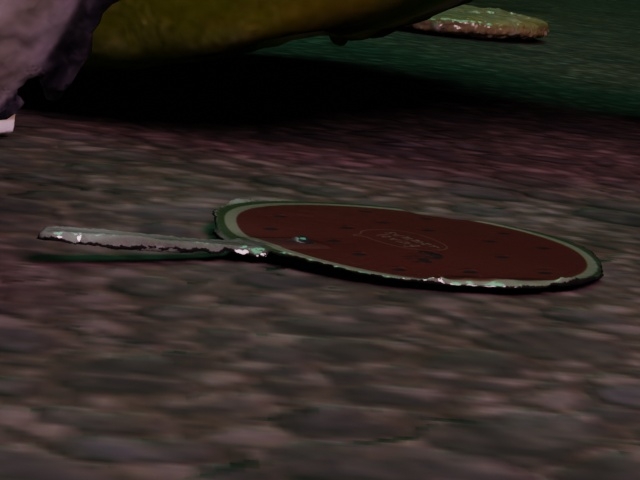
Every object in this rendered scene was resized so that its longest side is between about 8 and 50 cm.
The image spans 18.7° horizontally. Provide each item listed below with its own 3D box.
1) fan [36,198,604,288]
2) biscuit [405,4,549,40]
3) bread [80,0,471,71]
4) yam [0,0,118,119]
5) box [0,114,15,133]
[{"bbox_3d":[0.000,0.000,0.404,0.133,0.005,0.085,-1,13,-38],"label":"fan"},{"bbox_3d":[0.081,-0.134,1.177,0.120,0.015,0.120,6,11,-1],"label":"biscuit"},{"bbox_3d":[0.011,-0.153,0.696,0.366,0.129,0.382,-10,15,15],"label":"bread"},{"bbox_3d":[-0.116,-0.118,0.423,0.131,0.131,0.280,3,31,-16],"label":"yam"},{"bbox_3d":[-0.171,-0.040,0.461,0.109,0.029,0.198,11,10,24],"label":"box"}]
